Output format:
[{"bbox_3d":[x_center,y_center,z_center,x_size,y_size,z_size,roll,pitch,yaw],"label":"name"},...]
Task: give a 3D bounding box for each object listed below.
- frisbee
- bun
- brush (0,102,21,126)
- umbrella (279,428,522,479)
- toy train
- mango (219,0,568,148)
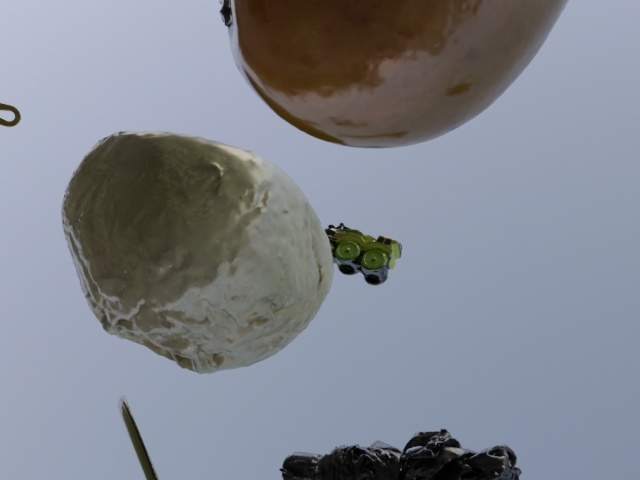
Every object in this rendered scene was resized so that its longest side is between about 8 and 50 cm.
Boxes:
[{"bbox_3d":[-0.230,0.322,1.170,0.017,0.236,0.236,-22,-135,-15],"label":"frisbee"},{"bbox_3d":[-0.157,0.031,1.051,0.352,0.348,0.227,-21,-137,55],"label":"bun"},{"bbox_3d":[-0.467,-0.175,1.037,0.011,0.205,0.083,-33,-131,58],"label":"brush"},{"bbox_3d":[0.110,0.321,1.159,0.336,0.154,0.128,-10,-129,41],"label":"umbrella"},{"bbox_3d":[0.000,0.000,1.345,0.249,0.053,0.085,18,-124,20],"label":"toy train"},{"bbox_3d":[0.101,-0.279,0.749,0.445,0.300,0.232,-44,-168,-9],"label":"mango"}]
